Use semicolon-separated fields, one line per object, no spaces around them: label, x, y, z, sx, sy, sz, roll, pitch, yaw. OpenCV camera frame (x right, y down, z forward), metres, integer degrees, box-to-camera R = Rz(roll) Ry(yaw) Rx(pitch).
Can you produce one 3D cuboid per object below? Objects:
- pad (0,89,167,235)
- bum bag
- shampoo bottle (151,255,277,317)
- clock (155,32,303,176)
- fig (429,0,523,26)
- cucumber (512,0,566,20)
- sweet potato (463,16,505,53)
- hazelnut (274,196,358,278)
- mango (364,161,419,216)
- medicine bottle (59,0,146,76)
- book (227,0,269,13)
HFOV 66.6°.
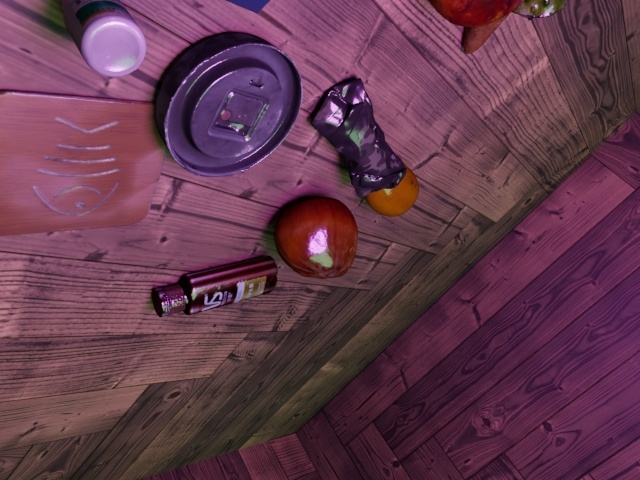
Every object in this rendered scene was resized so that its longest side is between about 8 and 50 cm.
pad;-0.412;-0.121;0.839;0.286;0.018;0.284;-7;139;-41
bum bag;0.095;-0.222;1.144;0.144;0.095;0.340;-35;137;4
shampoo bottle;-0.270;0.124;1.279;0.323;0.084;0.129;-12;140;-37
clock;-0.161;-0.240;0.888;0.280;0.055;0.281;-30;150;-19
fig;0.284;-0.500;0.863;0.224;0.224;0.263;-41;151;8
cucumber;0.460;-0.600;1.004;0.134;0.134;0.244;-31;142;-11
sweet potato;0.379;-0.514;1.012;0.092;0.114;0.341;-40;-175;-22
hazelnut;0.000;0.000;1.270;0.217;0.217;0.251;-42;150;9
mango;0.188;-0.148;1.350;0.151;0.120;0.221;-50;142;9
medicine bottle;-0.286;-0.280;0.633;0.080;0.130;0.080;-27;151;-17
book;-0.148;-0.422;0.545;0.300;0.039;0.428;-24;165;40
